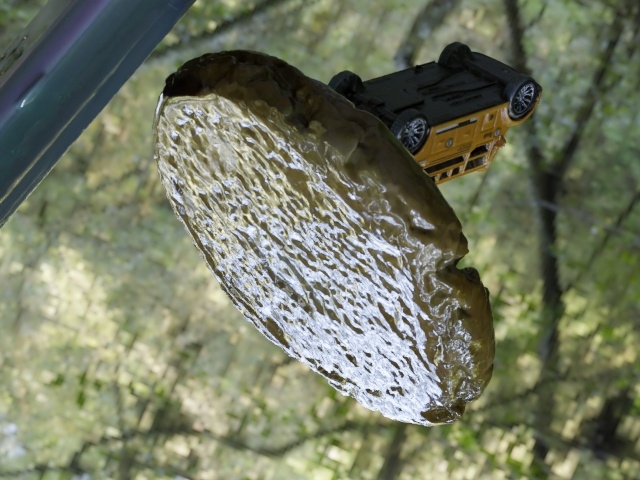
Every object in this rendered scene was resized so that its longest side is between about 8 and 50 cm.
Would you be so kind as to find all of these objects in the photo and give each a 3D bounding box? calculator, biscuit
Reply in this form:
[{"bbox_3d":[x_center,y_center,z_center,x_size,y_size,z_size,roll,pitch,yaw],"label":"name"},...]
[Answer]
[{"bbox_3d":[-0.136,-0.065,0.709,0.045,0.246,0.141,41,173,-18],"label":"calculator"},{"bbox_3d":[0.000,0.000,0.717,0.226,0.042,0.226,38,154,23],"label":"biscuit"}]

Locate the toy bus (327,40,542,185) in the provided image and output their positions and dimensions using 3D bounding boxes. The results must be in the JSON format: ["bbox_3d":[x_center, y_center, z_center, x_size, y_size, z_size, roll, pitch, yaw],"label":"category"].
[{"bbox_3d":[0.081,-0.089,1.158,0.194,0.088,0.083,-20,-138,-40],"label":"toy bus"}]
